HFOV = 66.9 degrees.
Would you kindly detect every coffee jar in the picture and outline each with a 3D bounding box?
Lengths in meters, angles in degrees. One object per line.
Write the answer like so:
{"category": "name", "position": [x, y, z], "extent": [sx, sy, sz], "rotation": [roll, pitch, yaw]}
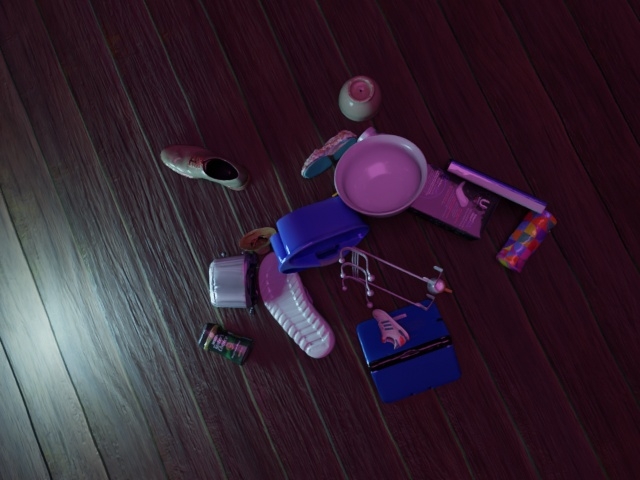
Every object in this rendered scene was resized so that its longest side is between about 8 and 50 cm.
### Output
{"category": "coffee jar", "position": [-0.336, 0.364, 1.713], "extent": [0.185, 0.079, 0.096], "rotation": [22, 88, 6]}

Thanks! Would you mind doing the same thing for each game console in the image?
{"category": "game console", "position": [0.304, 0.385, 1.686], "extent": [0.293, 0.173, 0.250], "rotation": [-20, 53, 3]}

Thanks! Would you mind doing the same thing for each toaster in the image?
{"category": "toaster", "position": [-0.302, 0.151, 1.704], "extent": [0.147, 0.129, 0.226], "rotation": [-2, 93, 8]}

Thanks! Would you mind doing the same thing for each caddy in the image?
{"category": "caddy", "position": [0.000, 0.000, 1.606], "extent": [0.342, 0.241, 0.179], "rotation": [-20, 70, -25]}

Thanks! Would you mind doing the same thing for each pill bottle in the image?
{"category": "pill bottle", "position": [0.220, -0.311, 1.706], "extent": [0.103, 0.103, 0.184], "rotation": [-44, 84, 0]}

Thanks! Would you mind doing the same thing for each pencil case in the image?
{"category": "pencil case", "position": [0.703, -0.003, 1.647], "extent": [0.104, 0.104, 0.236], "rotation": [39, 90, 6]}

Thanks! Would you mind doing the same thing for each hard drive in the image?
{"category": "hard drive", "position": [0.573, -0.188, 1.615], "extent": [0.319, 0.210, 0.040], "rotation": [26, 106, 6]}

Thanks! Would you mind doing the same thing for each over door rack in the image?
{"category": "over door rack", "position": [0.218, 0.144, 1.585], "extent": [0.325, 0.239, 0.108], "rotation": [14, 63, 12]}

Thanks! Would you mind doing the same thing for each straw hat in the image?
{"category": "straw hat", "position": [-0.214, 0.016, 1.734], "extent": [0.145, 0.144, 0.061], "rotation": [-18, 122, 3]}

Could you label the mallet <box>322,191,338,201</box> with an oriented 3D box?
{"category": "mallet", "position": [0.053, -0.161, 1.747], "extent": [0.190, 0.062, 0.039], "rotation": [-35, 82, 16]}

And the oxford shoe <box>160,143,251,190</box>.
{"category": "oxford shoe", "position": [-0.423, -0.282, 1.743], "extent": [0.349, 0.130, 0.122], "rotation": [16, 87, 6]}

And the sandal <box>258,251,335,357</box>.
{"category": "sandal", "position": [-0.086, 0.228, 1.693], "extent": [0.169, 0.102, 0.416], "rotation": [-39, 68, 18]}

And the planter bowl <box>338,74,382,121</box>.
{"category": "planter bowl", "position": [0.143, -0.520, 1.726], "extent": [0.162, 0.109, 0.161], "rotation": [0, 85, 4]}

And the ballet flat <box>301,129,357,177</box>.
{"category": "ballet flat", "position": [0.025, -0.313, 1.745], "extent": [0.241, 0.091, 0.077], "rotation": [-34, 53, -3]}

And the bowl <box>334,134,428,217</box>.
{"category": "bowl", "position": [0.203, -0.187, 1.585], "extent": [0.298, 0.134, 0.297], "rotation": [-6, 64, 12]}

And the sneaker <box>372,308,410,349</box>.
{"category": "sneaker", "position": [0.220, 0.298, 1.626], "extent": [0.075, 0.057, 0.161], "rotation": [-39, 57, -17]}

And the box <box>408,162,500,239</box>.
{"category": "box", "position": [0.440, -0.128, 1.653], "extent": [0.271, 0.143, 0.165], "rotation": [26, 90, 6]}

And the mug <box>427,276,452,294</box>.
{"category": "mug", "position": [0.412, 0.156, 1.675], "extent": [0.078, 0.064, 0.062], "rotation": [-9, 84, 4]}
